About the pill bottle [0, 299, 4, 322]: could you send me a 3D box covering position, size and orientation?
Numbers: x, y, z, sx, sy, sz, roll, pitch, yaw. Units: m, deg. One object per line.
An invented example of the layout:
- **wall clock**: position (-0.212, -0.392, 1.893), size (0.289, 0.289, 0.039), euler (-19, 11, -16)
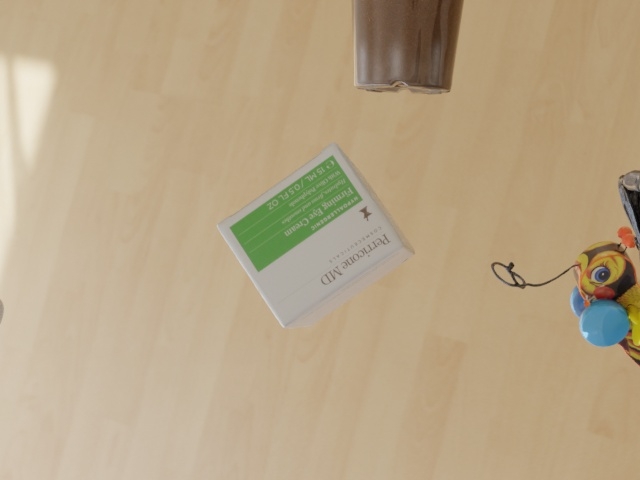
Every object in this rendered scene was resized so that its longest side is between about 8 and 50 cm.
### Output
- **pill bottle**: position (-0.288, 0.013, 0.577), size (0.108, 0.180, 0.108), euler (-28, 34, 21)

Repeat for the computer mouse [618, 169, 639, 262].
- **computer mouse**: position (0.400, 0.010, 1.031), size (0.060, 0.262, 0.184), euler (-19, 101, 5)

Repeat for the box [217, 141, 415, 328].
- **box**: position (0.000, 0.000, 0.665), size (0.101, 0.102, 0.087), euler (-35, 82, 6)

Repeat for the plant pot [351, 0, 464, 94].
- **plant pot**: position (0.109, -0.272, 1.199), size (0.166, 0.167, 0.165), euler (5, 96, 24)

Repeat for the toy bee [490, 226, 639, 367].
- **toy bee**: position (0.424, 0.072, 1.358), size (0.162, 0.298, 0.195), euler (-53, 32, 22)
